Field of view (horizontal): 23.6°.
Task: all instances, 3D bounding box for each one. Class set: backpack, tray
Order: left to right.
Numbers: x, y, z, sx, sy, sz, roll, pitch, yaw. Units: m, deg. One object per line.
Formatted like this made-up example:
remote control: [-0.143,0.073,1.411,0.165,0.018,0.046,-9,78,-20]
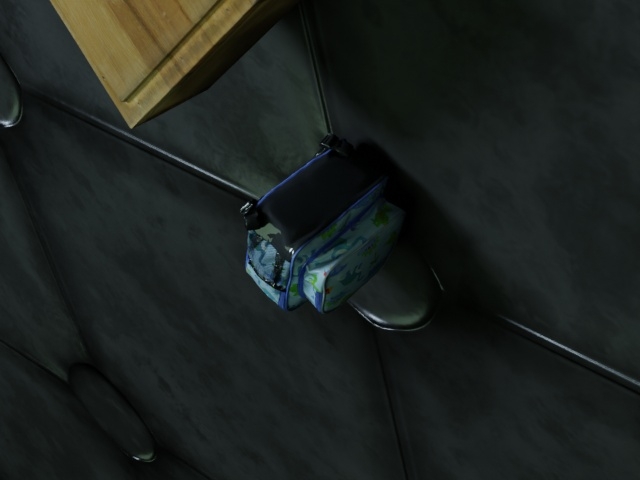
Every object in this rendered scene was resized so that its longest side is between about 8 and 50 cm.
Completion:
tray: [-0.165,-0.285,0.909,0.411,0.076,0.203,57,148,0]
backpack: [0.000,0.000,1.059,0.084,0.105,0.114,44,157,12]
